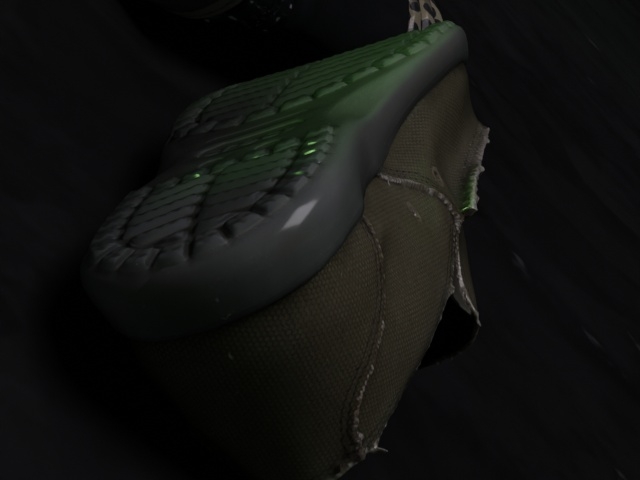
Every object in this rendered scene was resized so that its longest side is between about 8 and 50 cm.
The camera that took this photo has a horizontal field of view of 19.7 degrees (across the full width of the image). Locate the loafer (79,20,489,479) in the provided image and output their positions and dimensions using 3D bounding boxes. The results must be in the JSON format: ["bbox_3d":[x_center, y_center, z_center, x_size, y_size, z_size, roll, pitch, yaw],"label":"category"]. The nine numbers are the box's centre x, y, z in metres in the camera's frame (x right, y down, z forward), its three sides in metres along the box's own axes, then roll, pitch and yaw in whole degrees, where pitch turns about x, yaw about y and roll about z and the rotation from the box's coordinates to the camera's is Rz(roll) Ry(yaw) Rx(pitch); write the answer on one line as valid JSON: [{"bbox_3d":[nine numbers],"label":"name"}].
[{"bbox_3d":[0.000,0.000,0.549,0.251,0.094,0.087,-52,124,-65],"label":"loafer"}]

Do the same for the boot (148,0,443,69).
[{"bbox_3d":[-0.040,-0.158,0.801,0.179,0.085,0.236,31,29,-52],"label":"boot"}]
